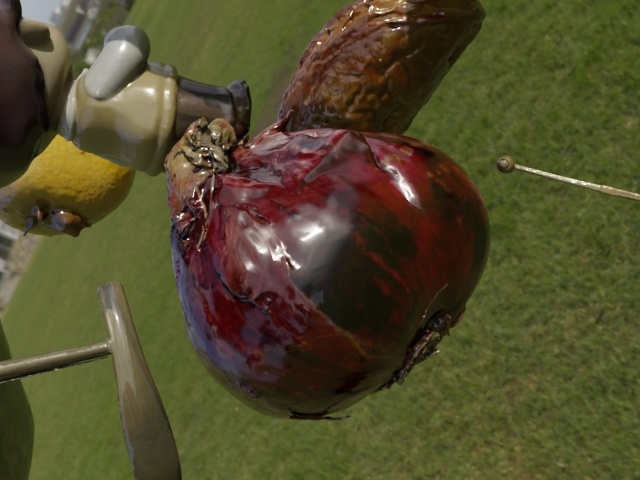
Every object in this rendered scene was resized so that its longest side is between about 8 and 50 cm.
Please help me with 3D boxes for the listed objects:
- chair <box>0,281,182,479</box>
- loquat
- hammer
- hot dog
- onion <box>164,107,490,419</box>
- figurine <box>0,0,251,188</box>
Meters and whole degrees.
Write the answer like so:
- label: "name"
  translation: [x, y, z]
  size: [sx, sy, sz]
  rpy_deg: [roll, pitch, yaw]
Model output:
- label: "chair"
  translation: [-0.236, 0.116, 0.561]
  size: [0.166, 0.272, 0.188]
  rpy_deg: [-113, 15, -59]
- label: "loquat"
  translation: [-0.438, -0.128, 1.371]
  size: [0.275, 0.275, 0.275]
  rpy_deg: [-51, 23, 32]
- label: "hammer"
  translation: [0.192, -0.043, 0.622]
  size: [0.029, 0.123, 0.014]
  rpy_deg: [-15, -60, -69]
- label: "hot dog"
  translation: [0.066, -0.225, 1.201]
  size: [0.387, 0.174, 0.267]
  rpy_deg: [-53, -7, 21]
- label: "onion"
  translation: [0.014, 0.016, 0.690]
  size: [0.221, 0.281, 0.281]
  rpy_deg: [110, -177, -79]
- label: "figurine"
  translation: [-0.255, -0.149, 0.771]
  size: [0.218, 0.365, 0.206]
  rpy_deg: [-38, 62, 60]
